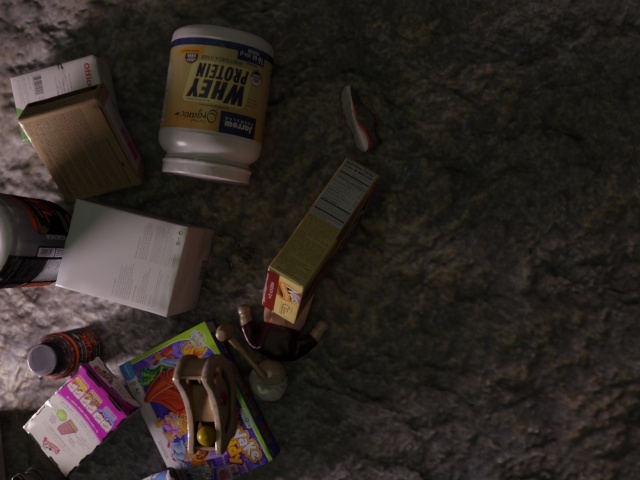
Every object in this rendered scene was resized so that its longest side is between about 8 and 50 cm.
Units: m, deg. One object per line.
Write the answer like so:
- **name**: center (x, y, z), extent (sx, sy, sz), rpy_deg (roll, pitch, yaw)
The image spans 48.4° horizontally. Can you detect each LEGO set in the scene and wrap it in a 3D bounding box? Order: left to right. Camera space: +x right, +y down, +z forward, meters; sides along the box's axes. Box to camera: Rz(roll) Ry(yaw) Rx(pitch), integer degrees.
- **LEGO set**: center (-0.183, 0.034, 1.665), extent (0.083, 0.023, 0.054), rpy_deg (-14, 85, 21)

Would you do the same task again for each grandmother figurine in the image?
- **grandmother figurine**: center (-0.091, 0.192, 1.608), extent (0.208, 0.104, 0.342), rpy_deg (12, 88, 17)

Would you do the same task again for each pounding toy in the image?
- **pounding toy**: center (-0.209, 0.315, 1.506), extent (0.155, 0.154, 0.269), rpy_deg (-3, 89, 15)

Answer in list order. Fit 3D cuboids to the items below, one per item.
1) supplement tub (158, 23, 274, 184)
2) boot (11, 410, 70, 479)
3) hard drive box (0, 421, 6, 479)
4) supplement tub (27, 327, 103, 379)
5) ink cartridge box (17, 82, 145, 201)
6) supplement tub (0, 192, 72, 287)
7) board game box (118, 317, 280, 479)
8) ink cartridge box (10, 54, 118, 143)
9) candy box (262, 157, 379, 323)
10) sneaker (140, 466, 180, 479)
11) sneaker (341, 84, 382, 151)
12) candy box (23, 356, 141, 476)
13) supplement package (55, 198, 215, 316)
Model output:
- **supplement tub**: center (-0.232, -0.290, 1.571), extent (0.229, 0.228, 0.315), rpy_deg (7, 90, 9)
- **boot**: center (-0.658, 0.527, 1.652), extent (0.084, 0.161, 0.246), rpy_deg (-16, 86, 8)
- **hard drive box**: center (-0.830, 0.535, 1.669), extent (0.089, 0.181, 0.232), rpy_deg (-6, 89, 7)
- **supplement tub**: center (-0.584, 0.260, 1.628), extent (0.106, 0.198, 0.105), rpy_deg (0, 90, 8)
- **ink cartridge box**: center (-0.537, -0.220, 1.625), extent (0.194, 0.088, 0.234), rpy_deg (-13, 128, 7)
- **supplement tub**: center (-0.676, 0.003, 1.576), extent (0.207, 0.338, 0.207), rpy_deg (0, 88, 8)
- **board game box**: center (-0.278, 0.387, 1.640), extent (0.233, 0.078, 0.347), rpy_deg (-28, 85, 7)
- **ink cartridge box**: center (-0.603, -0.331, 1.696), extent (0.220, 0.092, 0.160), rpy_deg (-12, 88, 8)
- **candy box**: center (0.000, 0.000, 1.485), extent (0.088, 0.183, 0.316), rpy_deg (30, 61, 7)
- **sneaker**: center (-0.364, 0.561, 1.588), extent (0.081, 0.211, 0.080), rpy_deg (-21, 79, -37)
- **sneaker**: center (0.095, -0.279, 1.618), extent (0.065, 0.061, 0.157), rpy_deg (-18, 87, -19)
- **candy box**: center (-0.544, 0.402, 1.625), extent (0.233, 0.071, 0.159), rpy_deg (-44, 85, 16)
- **supplement package**: center (-0.409, 0.036, 1.606), extent (0.263, 0.198, 0.199), rpy_deg (14, 92, 8)
